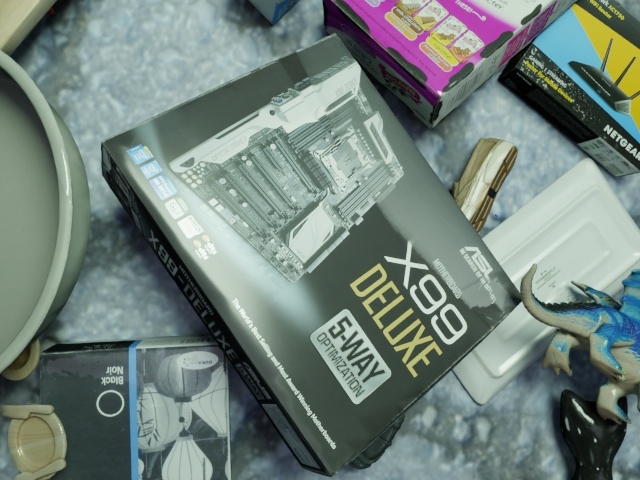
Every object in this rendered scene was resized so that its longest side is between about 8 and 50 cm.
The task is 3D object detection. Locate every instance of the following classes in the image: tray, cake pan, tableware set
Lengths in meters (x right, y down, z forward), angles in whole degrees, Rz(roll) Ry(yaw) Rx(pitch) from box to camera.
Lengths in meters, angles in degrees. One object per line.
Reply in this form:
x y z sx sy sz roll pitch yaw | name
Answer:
0.237 0.042 0.614 0.270 0.030 0.145 -37 96 -8 | tray
-0.311 -0.019 0.462 0.294 0.054 0.292 -1 87 15 | cake pan
-0.284 0.134 0.495 0.141 0.020 0.168 -12 85 21 | tableware set

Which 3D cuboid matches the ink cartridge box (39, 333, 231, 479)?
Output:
-0.163 0.258 0.528 0.166 0.065 0.332 -2 91 -10 | ink cartridge box

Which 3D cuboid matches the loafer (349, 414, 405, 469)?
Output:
-0.009 0.123 0.551 0.078 0.076 0.223 -46 101 -9 | loafer

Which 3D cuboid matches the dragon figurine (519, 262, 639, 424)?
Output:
0.291 0.081 0.554 0.289 0.085 0.144 39 65 -12 | dragon figurine

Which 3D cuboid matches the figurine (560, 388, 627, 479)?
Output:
0.356 0.256 0.606 0.215 0.092 0.209 -2 85 -10 | figurine

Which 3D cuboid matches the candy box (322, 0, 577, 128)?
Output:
0.139 -0.245 0.560 0.233 0.071 0.159 -41 77 -7 | candy box

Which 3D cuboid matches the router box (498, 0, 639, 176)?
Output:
0.303 -0.176 0.619 0.179 0.046 0.133 37 83 -7 | router box

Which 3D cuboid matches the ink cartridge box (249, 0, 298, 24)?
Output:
0.001 -0.304 0.541 0.061 0.104 0.181 45 82 -7 | ink cartridge box

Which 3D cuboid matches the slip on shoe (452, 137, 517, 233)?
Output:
0.156 -0.046 0.597 0.041 0.051 0.135 29 93 32 | slip on shoe

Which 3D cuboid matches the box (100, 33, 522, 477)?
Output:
0.000 0.000 0.503 0.243 0.076 0.307 -33 88 -25 | box

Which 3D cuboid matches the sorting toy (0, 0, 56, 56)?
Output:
-0.299 -0.324 0.500 0.256 0.089 0.257 37 83 -7 | sorting toy
